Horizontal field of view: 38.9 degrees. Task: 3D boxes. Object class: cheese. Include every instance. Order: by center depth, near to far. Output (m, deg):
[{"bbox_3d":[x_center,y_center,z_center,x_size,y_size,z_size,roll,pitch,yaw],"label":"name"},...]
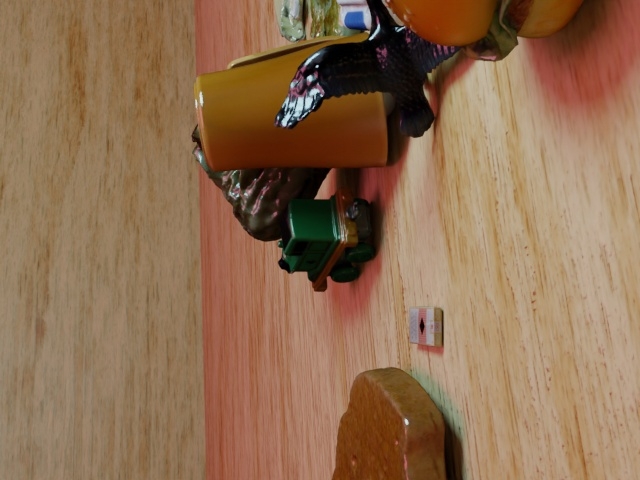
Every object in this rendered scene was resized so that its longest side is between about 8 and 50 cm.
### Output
[{"bbox_3d":[-0.067,-0.479,1.771,0.235,0.050,0.127,-113,25,-60],"label":"cheese"}]

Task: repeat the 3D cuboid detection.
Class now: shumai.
[{"bbox_3d":[-0.086,-0.140,1.387,0.255,0.218,0.189,-62,3,0],"label":"shumai"}]

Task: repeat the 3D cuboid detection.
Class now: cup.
[{"bbox_3d":[-0.032,-0.191,1.228,0.182,0.264,0.226,85,176,-49],"label":"cup"}]

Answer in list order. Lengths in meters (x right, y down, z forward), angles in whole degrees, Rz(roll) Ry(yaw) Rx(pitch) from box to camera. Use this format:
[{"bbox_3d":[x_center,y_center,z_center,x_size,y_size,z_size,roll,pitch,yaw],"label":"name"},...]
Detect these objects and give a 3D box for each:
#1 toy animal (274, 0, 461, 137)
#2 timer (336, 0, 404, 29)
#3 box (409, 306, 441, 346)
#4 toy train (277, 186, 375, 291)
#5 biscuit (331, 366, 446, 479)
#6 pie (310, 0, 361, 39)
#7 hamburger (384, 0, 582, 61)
[{"bbox_3d":[0.070,-0.220,1.048,0.160,0.273,0.197,45,-151,-58],"label":"toy animal"},{"bbox_3d":[0.073,-0.404,1.187,0.178,0.078,0.253,-137,50,-71],"label":"timer"},{"bbox_3d":[0.124,0.101,1.074,0.083,0.012,0.046,166,106,-75],"label":"box"},{"bbox_3d":[0.000,0.000,1.314,0.227,0.136,0.091,124,144,-60],"label":"toy train"},{"bbox_3d":[0.078,0.364,1.110,0.349,0.078,0.455,-113,27,-51],"label":"biscuit"},{"bbox_3d":[0.017,-0.373,1.441,0.240,0.054,0.240,179,90,-74],"label":"pie"},{"bbox_3d":[0.119,-0.273,0.754,0.246,0.170,0.246,175,90,-89],"label":"hamburger"}]
